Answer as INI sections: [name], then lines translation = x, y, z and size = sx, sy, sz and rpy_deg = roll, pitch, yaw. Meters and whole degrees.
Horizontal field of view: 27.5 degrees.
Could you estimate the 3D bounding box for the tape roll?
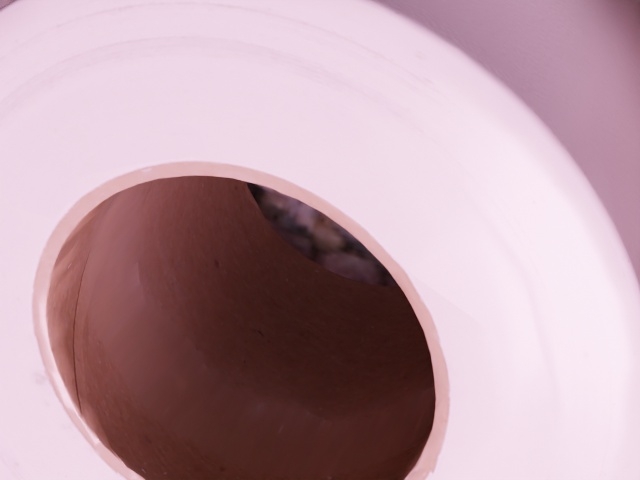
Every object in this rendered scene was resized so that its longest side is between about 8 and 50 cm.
[tape roll]
translation = 0.000, 0.000, 0.454
size = 0.246, 0.169, 0.246
rpy_deg = 8, 118, 15
